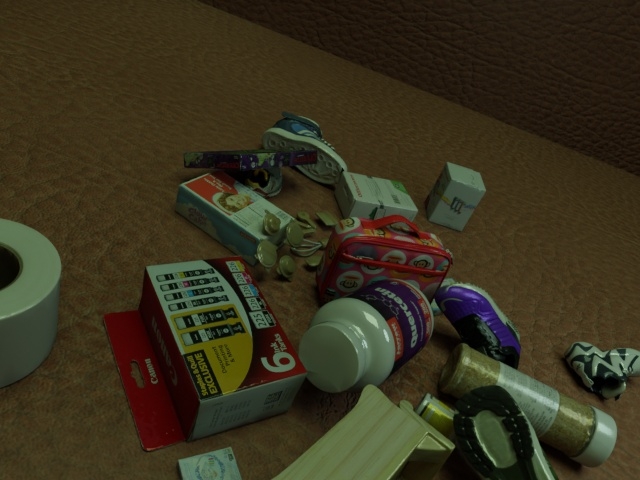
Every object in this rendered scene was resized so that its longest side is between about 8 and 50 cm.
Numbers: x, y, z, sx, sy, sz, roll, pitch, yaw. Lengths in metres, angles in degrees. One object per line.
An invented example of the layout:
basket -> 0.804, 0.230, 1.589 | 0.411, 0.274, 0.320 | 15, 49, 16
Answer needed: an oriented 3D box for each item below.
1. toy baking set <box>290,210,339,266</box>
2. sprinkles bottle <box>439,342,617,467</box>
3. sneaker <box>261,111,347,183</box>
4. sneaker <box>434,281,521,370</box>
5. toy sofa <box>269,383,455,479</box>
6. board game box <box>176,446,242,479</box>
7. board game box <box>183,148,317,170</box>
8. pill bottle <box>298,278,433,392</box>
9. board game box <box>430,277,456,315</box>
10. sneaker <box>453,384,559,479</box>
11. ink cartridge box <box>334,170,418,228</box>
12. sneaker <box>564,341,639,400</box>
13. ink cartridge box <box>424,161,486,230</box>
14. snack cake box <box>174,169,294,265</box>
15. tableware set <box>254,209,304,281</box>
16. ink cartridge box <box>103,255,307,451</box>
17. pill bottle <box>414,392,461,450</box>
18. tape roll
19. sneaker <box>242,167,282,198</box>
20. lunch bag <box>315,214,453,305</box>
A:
toy baking set -> 0.006, 0.000, 1.443 | 0.197, 0.030, 0.256 | 7, 37, -18
sprinkles bottle -> 0.442, 0.353, 1.137 | 0.356, 0.121, 0.121 | 27, 35, 5
sneaker -> -0.013, -0.324, 1.769 | 0.323, 0.130, 0.236 | 27, 38, 15
sneaker -> 0.380, 0.220, 1.237 | 0.293, 0.102, 0.146 | 39, 41, -22
toy sofa -> 0.038, 0.400, 0.817 | 0.177, 0.150, 0.363 | 34, 36, 24
board game box -> -0.172, 0.381, 0.831 | 0.090, 0.020, 0.090 | -1, 42, -32
board game box -> -0.189, -0.234, 1.497 | 0.208, 0.056, 0.347 | 13, 17, 32
pill bottle -> 0.095, 0.188, 1.052 | 0.181, 0.181, 0.323 | 38, 24, 20
board game box -> 0.327, 0.151, 1.424 | 0.154, 0.026, 0.103 | -2, 42, -32
sneaker -> 0.382, 0.467, 0.934 | 0.182, 0.158, 0.410 | 37, 32, -54
ink cartridge box -> 0.168, -0.123, 1.639 | 0.220, 0.092, 0.160 | 8, 37, -21
sneaker -> 0.764, 0.353, 1.351 | 0.235, 0.094, 0.153 | 16, 36, -10
ink cartridge box -> 0.449, -0.149, 1.763 | 0.128, 0.176, 0.128 | 18, 35, -8
snack cake box -> -0.219, -0.065, 1.341 | 0.264, 0.089, 0.152 | 34, 38, 15
tableware set -> -0.097, 0.011, 1.262 | 0.141, 0.020, 0.168 | 36, 53, -40
ink cartridge box -> -0.222, 0.188, 0.966 | 0.272, 0.130, 0.309 | -7, 45, -35
pill bottle -> 0.246, 0.367, 1.055 | 0.116, 0.065, 0.065 | 34, 36, 15
tape roll -> -0.559, 0.099, 0.853 | 0.246, 0.169, 0.246 | 15, 36, -11
sneaker -> -0.161, -0.170, 1.512 | 0.088, 0.092, 0.225 | 24, 33, 3
lunch bag -> 0.153, 0.055, 1.247 | 0.293, 0.258, 0.120 | 9, 34, -18
